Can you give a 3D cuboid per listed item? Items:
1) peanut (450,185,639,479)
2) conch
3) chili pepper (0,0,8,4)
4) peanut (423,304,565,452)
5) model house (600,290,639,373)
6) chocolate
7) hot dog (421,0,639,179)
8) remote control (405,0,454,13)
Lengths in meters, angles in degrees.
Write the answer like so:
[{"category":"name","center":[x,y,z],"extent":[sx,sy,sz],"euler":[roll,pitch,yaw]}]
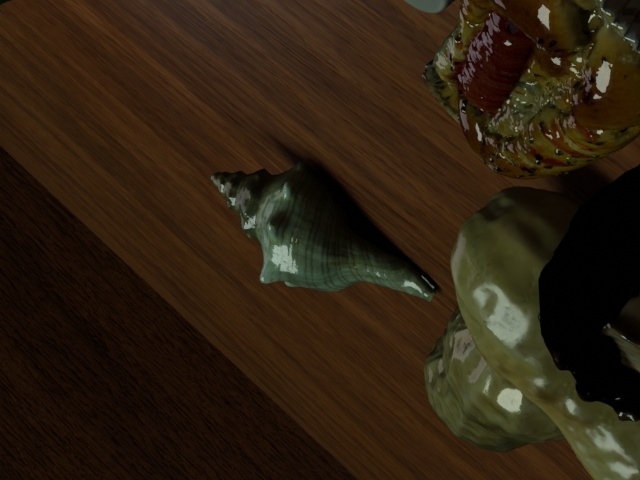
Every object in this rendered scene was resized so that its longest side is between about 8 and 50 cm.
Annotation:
[{"category":"peanut","center":[0.195,0.084,0.926],"extent":[0.290,0.130,0.130],"euler":[49,167,-10]},{"category":"conch","center":[-0.012,0.004,1.383],"extent":[0.234,0.114,0.137],"euler":[43,-179,-9]},{"category":"chili pepper","center":[-0.183,-0.187,0.721],"extent":[0.213,0.385,0.167],"euler":[-101,17,-47]},{"category":"peanut","center":[0.153,0.107,1.149],"extent":[0.298,0.120,0.136],"euler":[116,134,-77]},{"category":"model house","center":[0.239,0.031,0.570],"extent":[0.166,0.172,0.183],"euler":[34,176,24]},{"category":"chocolate","center":[0.214,0.045,0.776],"extent":[0.133,0.156,0.156],"euler":[33,178,-38]},{"category":"hot dog","center":[0.119,-0.095,0.755],"extent":[0.131,0.069,0.252],"euler":[45,168,3]},{"category":"remote control","center":[-0.005,-0.227,0.858],"extent":[0.245,0.022,0.077],"euler":[43,164,17]}]
